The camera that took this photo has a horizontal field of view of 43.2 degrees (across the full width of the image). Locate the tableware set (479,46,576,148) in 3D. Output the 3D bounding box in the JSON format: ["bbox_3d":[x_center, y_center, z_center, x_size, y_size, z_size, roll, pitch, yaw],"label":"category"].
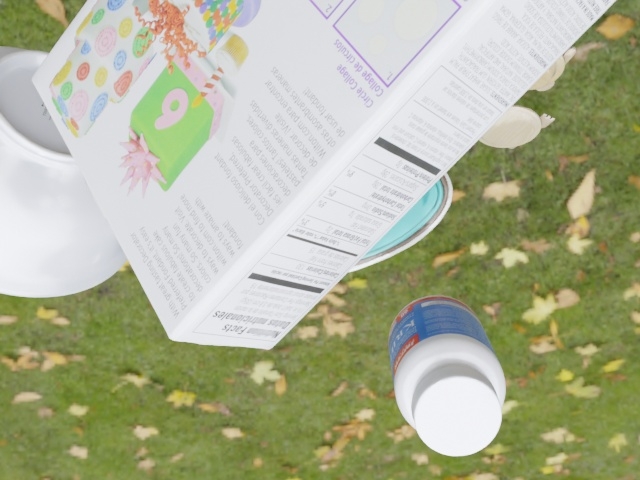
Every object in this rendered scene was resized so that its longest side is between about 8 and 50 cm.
[{"bbox_3d":[0.138,-0.136,0.722,0.168,0.020,0.141,10,150,-8],"label":"tableware set"}]

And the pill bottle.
[{"bbox_3d":[0.144,0.152,0.934,0.124,0.124,0.221,-9,-167,4],"label":"pill bottle"}]

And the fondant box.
[{"bbox_3d":[-0.010,-0.131,0.484,0.330,0.238,0.096,-46,149,18],"label":"fondant box"}]

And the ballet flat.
[{"bbox_3d":[0.000,0.000,1.108,0.400,0.139,0.139,-29,145,17],"label":"ballet flat"}]

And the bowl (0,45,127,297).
[{"bbox_3d":[-0.297,-0.100,0.839,0.297,0.298,0.134,15,138,-33],"label":"bowl"}]
